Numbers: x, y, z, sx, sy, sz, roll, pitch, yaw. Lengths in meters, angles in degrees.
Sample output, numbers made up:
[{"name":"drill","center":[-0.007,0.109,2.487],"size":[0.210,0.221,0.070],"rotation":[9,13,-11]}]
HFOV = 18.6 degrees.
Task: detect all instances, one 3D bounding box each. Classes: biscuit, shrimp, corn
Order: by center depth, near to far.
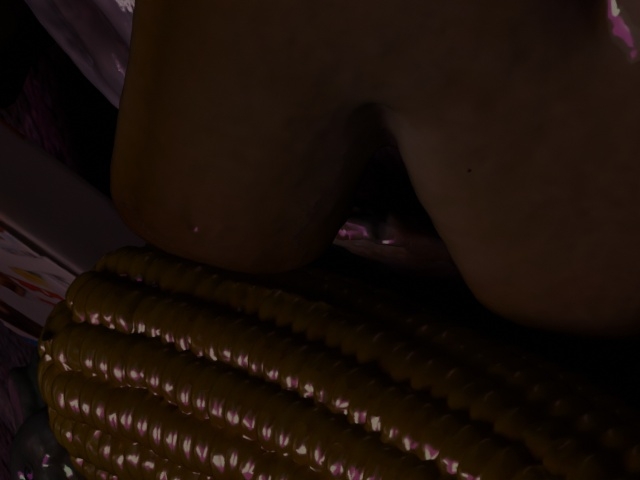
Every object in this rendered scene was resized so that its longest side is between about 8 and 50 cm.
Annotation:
[{"name":"biscuit","center":[0.054,-0.069,0.639],"size":[0.290,0.237,0.062],"rotation":[110,170,-52]},{"name":"corn","center":[0.020,0.085,0.772],"size":[0.344,0.131,0.131],"rotation":[18,128,43]},{"name":"shrimp","center":[0.000,0.000,0.870],"size":[0.223,0.126,0.047],"rotation":[0,73,63]}]

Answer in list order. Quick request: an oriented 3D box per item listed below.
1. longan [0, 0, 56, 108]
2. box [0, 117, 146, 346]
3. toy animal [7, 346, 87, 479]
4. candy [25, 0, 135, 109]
[{"name":"longan","center":[-0.197,-0.148,0.998],"size":[0.189,0.189,0.189],"rotation":[37,141,38]},{"name":"box","center":[-0.147,0.012,1.030],"size":[0.265,0.048,0.273],"rotation":[37,164,-30]},{"name":"toy animal","center":[-0.142,0.167,1.206],"size":[0.251,0.127,0.125],"rotation":[55,152,21]},{"name":"candy","center":[-0.066,-0.169,0.788],"size":[0.289,0.157,0.214],"rotation":[57,165,-2]}]
